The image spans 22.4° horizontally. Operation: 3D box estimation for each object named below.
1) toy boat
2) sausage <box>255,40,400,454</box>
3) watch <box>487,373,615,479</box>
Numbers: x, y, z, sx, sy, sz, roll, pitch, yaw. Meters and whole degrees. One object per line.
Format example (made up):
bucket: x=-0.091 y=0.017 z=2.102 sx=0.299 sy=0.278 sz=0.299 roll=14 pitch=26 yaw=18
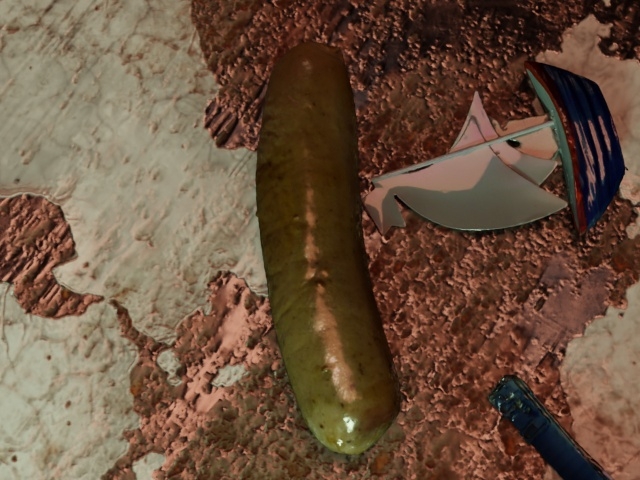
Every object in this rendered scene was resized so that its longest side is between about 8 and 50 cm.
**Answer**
toy boat: x=0.224 y=-0.075 z=1.921 sx=0.318 sy=0.072 sz=0.219 roll=-38 pitch=74 yaw=-9
sausage: x=-0.003 y=0.000 z=1.861 sx=0.136 sy=0.123 sz=0.500 roll=-7 pitch=72 yaw=-6
watch: x=0.212 y=0.308 z=1.741 sx=0.276 sy=0.068 sz=0.274 roll=-32 pitch=75 yaw=-38
